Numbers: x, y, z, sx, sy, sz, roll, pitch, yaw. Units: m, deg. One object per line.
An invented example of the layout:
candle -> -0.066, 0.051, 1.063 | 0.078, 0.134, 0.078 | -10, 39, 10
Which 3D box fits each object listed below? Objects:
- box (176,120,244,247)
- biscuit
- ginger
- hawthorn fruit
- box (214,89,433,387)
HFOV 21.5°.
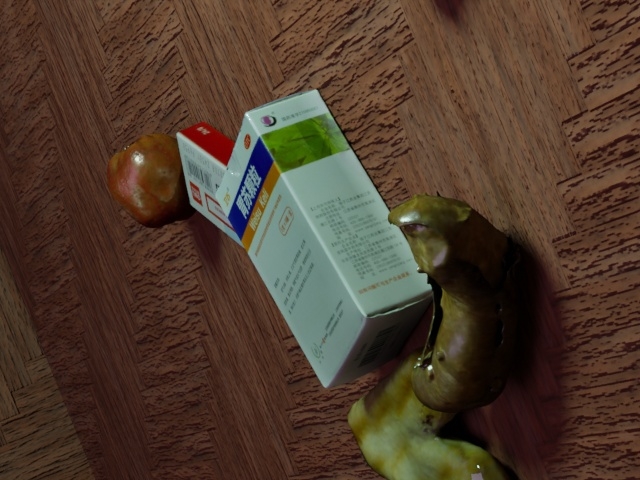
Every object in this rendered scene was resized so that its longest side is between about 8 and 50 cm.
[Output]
box -> -0.117, -0.068, 2.291 | 0.229, 0.050, 0.123 | 35, 142, 51
biscuit -> 0.132, 0.265, 2.017 | 0.237, 0.062, 0.291 | 63, 156, 15
ginger -> 0.146, 0.077, 1.754 | 0.107, 0.133, 0.309 | -73, -20, -49
hawthorn fruit -> -0.238, -0.084, 2.439 | 0.138, 0.133, 0.133 | 61, 158, -6
box -> 0.000, 0.000, 2.020 | 0.299, 0.106, 0.200 | 59, 153, 19
